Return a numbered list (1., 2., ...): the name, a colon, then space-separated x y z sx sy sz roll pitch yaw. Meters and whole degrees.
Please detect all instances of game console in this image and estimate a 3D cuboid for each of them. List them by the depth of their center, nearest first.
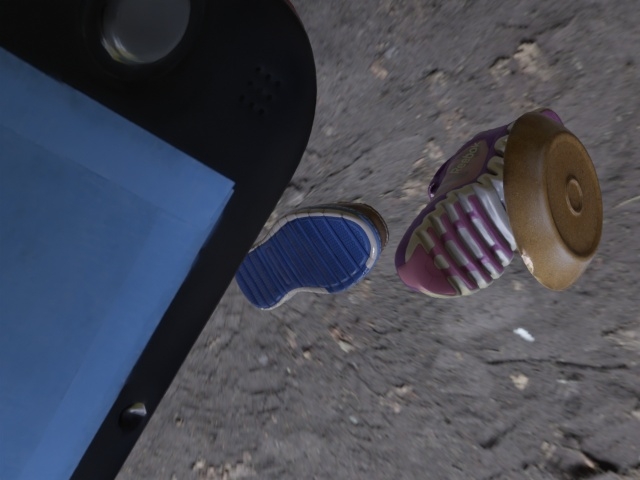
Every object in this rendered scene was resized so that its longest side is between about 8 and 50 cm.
1. game console: -0.180 0.022 0.452 0.060 0.342 0.386 29 89 35

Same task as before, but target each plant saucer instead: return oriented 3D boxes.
1. plant saucer: 0.110 -0.019 0.572 0.015 0.083 0.083 -10 90 36

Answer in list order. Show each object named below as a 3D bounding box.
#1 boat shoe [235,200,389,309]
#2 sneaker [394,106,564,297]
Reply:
1. boat shoe: 0.000 0.000 0.923 0.066 0.183 0.066 -35 98 -32
2. sneaker: 0.138 -0.033 1.175 0.236 0.105 0.095 -46 119 -31
